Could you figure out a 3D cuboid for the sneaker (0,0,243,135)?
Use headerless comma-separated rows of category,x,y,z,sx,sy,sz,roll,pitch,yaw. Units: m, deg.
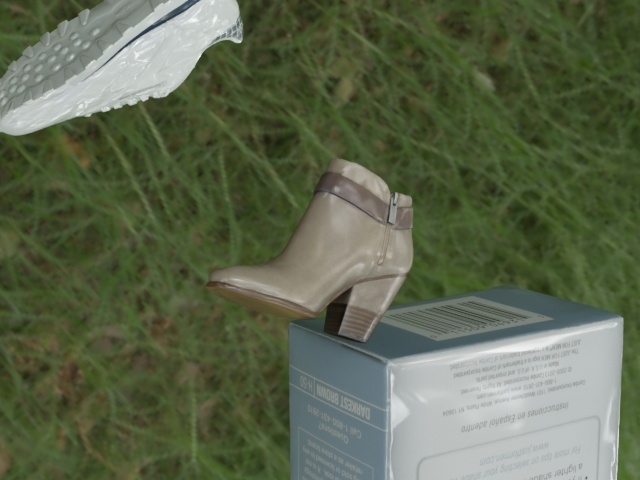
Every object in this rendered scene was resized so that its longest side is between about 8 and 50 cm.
sneaker,-0.174,-0.151,1.023,0.235,0.090,0.095,-32,137,-1

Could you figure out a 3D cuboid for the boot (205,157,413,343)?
boot,0.000,0.000,0.602,0.118,0.042,0.087,23,78,-41

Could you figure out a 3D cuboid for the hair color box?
hair color box,0.084,0.230,0.756,0.185,0.113,0.375,-7,102,-32
